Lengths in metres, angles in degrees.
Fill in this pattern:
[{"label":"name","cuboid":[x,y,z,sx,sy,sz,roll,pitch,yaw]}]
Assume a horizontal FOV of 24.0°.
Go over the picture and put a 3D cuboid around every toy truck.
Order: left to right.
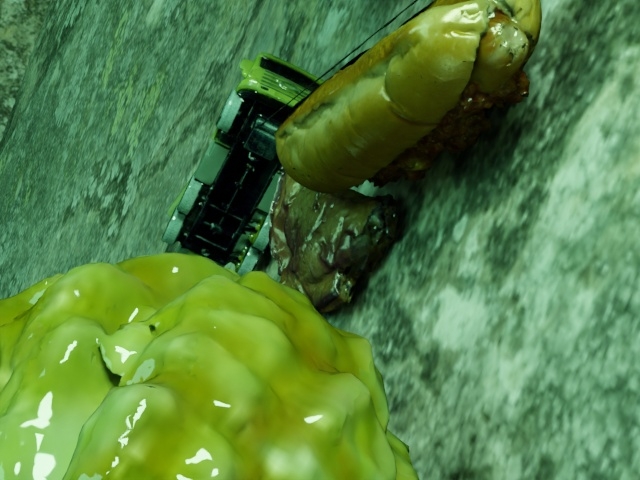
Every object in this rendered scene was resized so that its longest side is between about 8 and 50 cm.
[{"label":"toy truck","cuboid":[-0.051,-0.057,1.080,0.100,0.077,0.169,-73,10,-53]}]

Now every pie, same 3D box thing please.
[{"label":"pie","cuboid":[0.000,0.000,0.936,0.170,0.034,0.092,17,93,65]}]

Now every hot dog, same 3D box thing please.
[{"label":"hot dog","cuboid":[0.049,-0.075,0.818,0.102,0.076,0.249,-43,6,-25]}]

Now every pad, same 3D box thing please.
[{"label":"pad","cuboid":[0.038,-0.123,0.861,0.157,0.003,0.112,-35,6,39]}]

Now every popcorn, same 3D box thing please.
[{"label":"popcorn","cuboid":[-0.089,0.137,0.695,0.279,0.274,0.335,-55,24,33]}]
